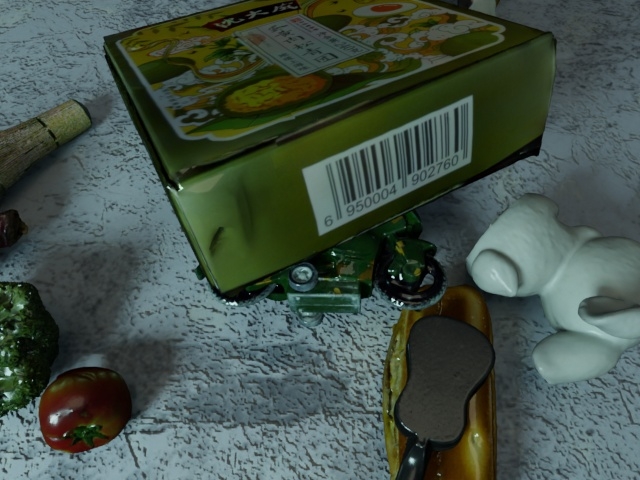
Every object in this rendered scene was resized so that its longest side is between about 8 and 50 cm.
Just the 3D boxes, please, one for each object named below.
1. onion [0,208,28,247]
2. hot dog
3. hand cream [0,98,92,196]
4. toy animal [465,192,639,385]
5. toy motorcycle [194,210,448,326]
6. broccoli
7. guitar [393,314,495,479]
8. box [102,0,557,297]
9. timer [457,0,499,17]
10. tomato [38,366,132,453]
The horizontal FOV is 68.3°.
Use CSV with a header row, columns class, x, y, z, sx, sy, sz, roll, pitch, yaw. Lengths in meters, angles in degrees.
class,x,y,z,sx,sy,sz,roll,pitch,yaw
onion,-0.446,0.014,0.516,0.218,0.195,0.139,-5,85,-35
hot dog,0.120,0.169,0.486,0.115,0.072,0.268,10,63,4
hand cream,-0.404,-0.129,0.637,0.084,0.084,0.203,35,61,16
toy animal,0.257,0.043,0.512,0.179,0.127,0.193,-15,51,-38
toy motorcycle,0.000,0.000,0.546,0.275,0.124,0.186,-1,50,4
broccoli,-0.347,0.110,0.477,0.162,0.138,0.145,-4,82,22
guitar,0.083,0.195,0.417,0.084,0.038,0.271,18,66,17
box,-0.026,-0.173,0.555,0.373,0.138,0.420,-24,43,-14
timer,0.260,-0.425,0.793,0.176,0.175,0.265,-2,80,-3
tomato,-0.236,0.165,0.476,0.087,0.087,0.075,-22,38,-13
